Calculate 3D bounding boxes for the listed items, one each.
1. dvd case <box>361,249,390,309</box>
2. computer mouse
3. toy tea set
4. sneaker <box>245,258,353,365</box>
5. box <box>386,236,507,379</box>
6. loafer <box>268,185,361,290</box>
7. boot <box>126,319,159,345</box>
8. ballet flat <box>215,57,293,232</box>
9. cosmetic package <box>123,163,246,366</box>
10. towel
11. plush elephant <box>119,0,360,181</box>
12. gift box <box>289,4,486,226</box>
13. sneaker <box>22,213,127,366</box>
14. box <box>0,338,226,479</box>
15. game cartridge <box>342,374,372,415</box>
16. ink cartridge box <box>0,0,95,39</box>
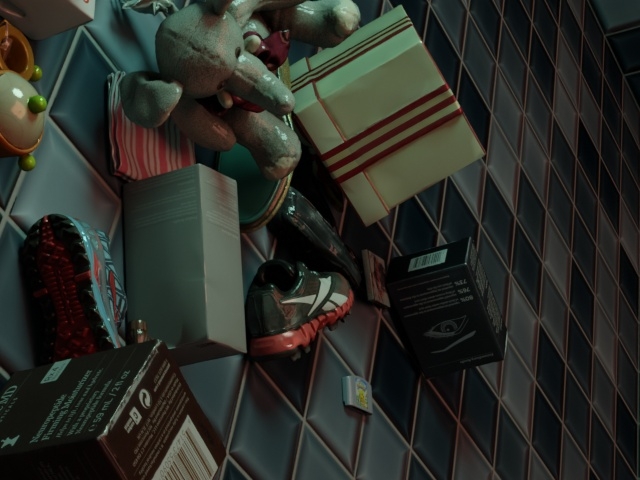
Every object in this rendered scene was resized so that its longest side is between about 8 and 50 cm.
[{"bbox_3d":[0.094,0.067,2.464,0.119,0.013,0.087,30,51,-70],"label":"dvd case"},{"bbox_3d":[0.011,-0.018,2.348,0.242,0.041,0.071,59,5,-40],"label":"computer mouse"},{"bbox_3d":[-0.392,-0.222,1.536,0.336,0.124,0.200,43,42,-49],"label":"toy tea set"},{"bbox_3d":[-0.031,0.079,2.138,0.276,0.097,0.135,-34,111,-61],"label":"sneaker"},{"bbox_3d":[0.225,0.120,2.556,0.108,0.153,0.207,-69,141,-61],"label":"box"},{"bbox_3d":[0.000,0.000,2.262,0.223,0.076,0.078,47,46,-39],"label":"loafer"},{"bbox_3d":[-0.210,0.165,1.715,0.106,0.037,0.114,71,12,-61],"label":"boot"},{"bbox_3d":[-0.088,-0.161,2.137,0.123,0.123,0.349,32,50,-55],"label":"ballet flat"},{"bbox_3d":[-0.174,0.035,1.849,0.107,0.127,0.238,22,60,-60],"label":"cosmetic package"},{"bbox_3d":[-0.219,-0.133,1.946,0.197,0.029,0.144,24,58,-59],"label":"towel"},{"bbox_3d":[-0.120,-0.234,1.870,0.330,0.272,0.255,29,14,-12],"label":"plush elephant"},{"bbox_3d":[0.086,-0.193,2.312,0.255,0.258,0.276,58,6,-18],"label":"gift box"},{"bbox_3d":[-0.257,0.097,1.681,0.125,0.104,0.262,4,75,-66],"label":"sneaker"},{"bbox_3d":[-0.241,0.232,1.532,0.167,0.203,0.168,63,29,-25],"label":"box"},{"bbox_3d":[0.060,0.247,2.337,0.083,0.017,0.056,31,48,-56],"label":"game cartridge"},{"bbox_3d":[-0.344,-0.375,1.739,0.160,0.092,0.219,36,47,-53],"label":"ink cartridge box"}]
